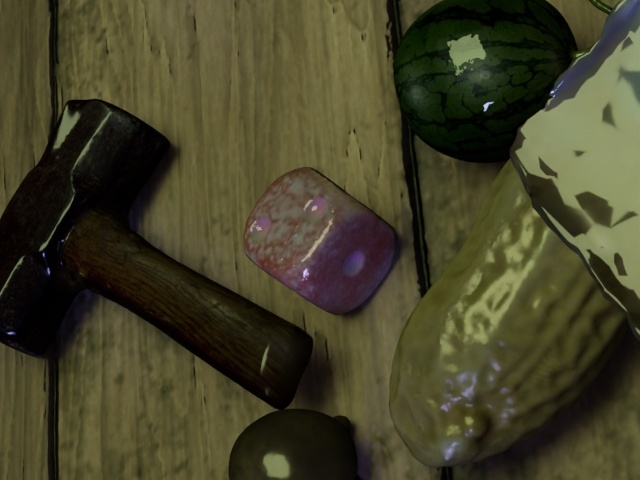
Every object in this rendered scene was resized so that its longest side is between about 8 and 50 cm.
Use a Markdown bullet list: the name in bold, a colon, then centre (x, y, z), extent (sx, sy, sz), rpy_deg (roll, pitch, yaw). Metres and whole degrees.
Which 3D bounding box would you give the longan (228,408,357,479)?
- **longan**: centre (-0.019, 0.177, 1.523), extent (0.106, 0.106, 0.119), rpy_deg (-3, 28, 37)

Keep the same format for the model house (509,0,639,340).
- **model house**: centre (0.418, -0.072, 1.140), extent (0.445, 0.400, 0.395), rpy_deg (-50, 60, 17)

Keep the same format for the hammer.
- **hammer**: centre (-0.147, 0.034, 1.672), extent (0.409, 0.095, 0.242), rpy_deg (27, 85, 47)

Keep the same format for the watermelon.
- **watermelon**: centre (0.149, -0.136, 1.514), extent (0.187, 0.141, 0.140), rpy_deg (-13, 61, 28)

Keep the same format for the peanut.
- **peanut**: centre (0.161, 0.033, 1.420), extent (0.152, 0.152, 0.313), rpy_deg (36, 97, 43)

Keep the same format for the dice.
- **dice**: centre (0.000, 0.000, 1.593), extent (0.091, 0.093, 0.094), rpy_deg (34, 89, 43)
